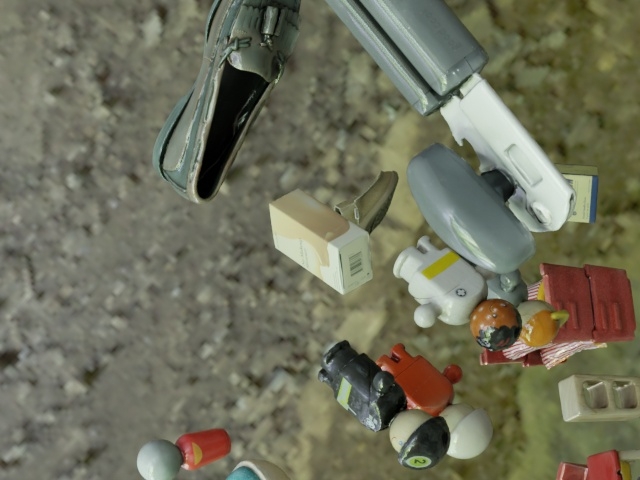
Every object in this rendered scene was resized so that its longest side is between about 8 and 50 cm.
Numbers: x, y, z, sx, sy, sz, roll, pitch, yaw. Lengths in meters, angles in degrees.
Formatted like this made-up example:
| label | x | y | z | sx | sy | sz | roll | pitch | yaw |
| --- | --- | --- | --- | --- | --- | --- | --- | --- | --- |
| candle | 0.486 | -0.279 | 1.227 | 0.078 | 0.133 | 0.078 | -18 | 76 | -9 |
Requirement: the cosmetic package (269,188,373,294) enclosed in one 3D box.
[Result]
| label | x | y | z | sx | sy | sz | roll | pitch | yaw |
| --- | --- | --- | --- | --- | --- | --- | --- | --- | --- |
| cosmetic package | 0.000 | 0.000 | 1.456 | 0.041 | 0.115 | 0.060 | -28 | 128 | -27 |

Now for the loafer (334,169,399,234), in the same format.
| label | x | y | z | sx | sy | sz | roll | pitch | yaw |
| --- | --- | --- | --- | --- | --- | --- | --- | --- | --- |
| loafer | 0.040 | -0.029 | 1.622 | 0.148 | 0.050 | 0.056 | -55 | 170 | -32 |

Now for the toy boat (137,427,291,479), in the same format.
| label | x | y | z | sx | sy | sz | roll | pitch | yaw |
| --- | --- | --- | --- | --- | --- | --- | --- | --- | --- |
| toy boat | -0.145 | 0.405 | 2.145 | 0.148 | 0.318 | 0.268 | -13 | 135 | -32 |

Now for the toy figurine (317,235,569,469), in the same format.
| label | x | y | z | sx | sy | sz | roll | pitch | yaw |
| --- | --- | --- | --- | --- | --- | --- | --- | --- | --- |
| toy figurine | 0.128 | 0.112 | 1.428 | 0.210 | 0.148 | 0.213 | -53 | 156 | 10 |

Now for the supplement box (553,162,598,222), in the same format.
| label | x | y | z | sx | sy | sz | roll | pitch | yaw |
| --- | --- | --- | --- | --- | --- | --- | --- | --- | --- |
| supplement box | 0.285 | -0.058 | 1.714 | 0.083 | 0.083 | 0.056 | -49 | 141 | -75 |

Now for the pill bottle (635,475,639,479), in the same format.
| label | x | y | z | sx | sy | sz | roll | pitch | yaw |
| --- | --- | --- | --- | --- | --- | --- | --- | --- | --- |
| pill bottle | 0.253 | 0.221 | 0.907 | 0.162 | 0.162 | 0.278 | -60 | 172 | 21 |

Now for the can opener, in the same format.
| label | x | y | z | sx | sy | sz | roll | pitch | yaw |
| --- | --- | --- | --- | --- | --- | --- | --- | --- | --- |
| can opener | 0.062 | -0.106 | 0.984 | 0.095 | 0.283 | 0.076 | -38 | 177 | -23 |

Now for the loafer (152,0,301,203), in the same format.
| label | x | y | z | sx | sy | sz | roll | pitch | yaw |
| --- | --- | --- | --- | --- | --- | --- | --- | --- | --- |
| loafer | -0.077 | -0.158 | 1.443 | 0.096 | 0.084 | 0.268 | 14 | 111 | -36 |

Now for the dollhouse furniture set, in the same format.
| label | x | y | z | sx | sy | sz | roll | pitch | yaw |
| --- | --- | --- | --- | --- | --- | --- | --- | --- | --- |
| dollhouse furniture set | 0.355 | 0.233 | 2.112 | 0.152 | 0.374 | 0.201 | 3 | 162 | -25 |
